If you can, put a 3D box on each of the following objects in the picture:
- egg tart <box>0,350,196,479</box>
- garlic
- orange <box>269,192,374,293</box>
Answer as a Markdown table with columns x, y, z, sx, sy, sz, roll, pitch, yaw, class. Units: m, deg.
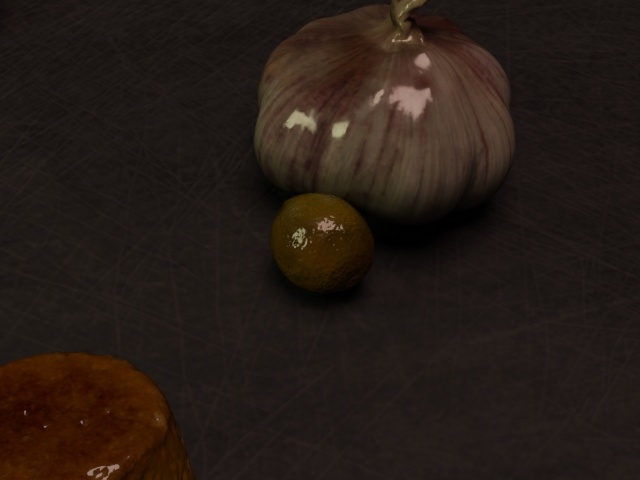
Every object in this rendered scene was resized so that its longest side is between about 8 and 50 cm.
| x | y | z | sx | sy | sz | roll | pitch | yaw | class |
| --- | --- | --- | --- | --- | --- | --- | --- | --- | --- |
| -0.174 | 0.181 | 0.977 | 0.215 | 0.171 | 0.215 | -2 | 32 | 1 | egg tart |
| 0.073 | -0.154 | 1.321 | 0.245 | 0.253 | 0.245 | 11 | 37 | -9 | garlic |
| 0.000 | 0.000 | 1.262 | 0.085 | 0.085 | 0.095 | -24 | 58 | -31 | orange |
